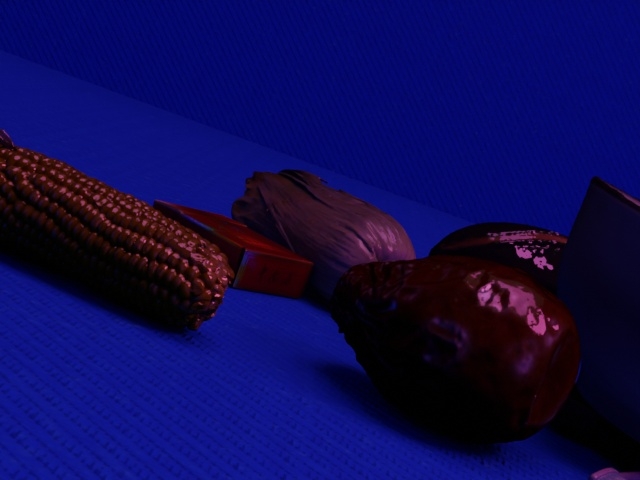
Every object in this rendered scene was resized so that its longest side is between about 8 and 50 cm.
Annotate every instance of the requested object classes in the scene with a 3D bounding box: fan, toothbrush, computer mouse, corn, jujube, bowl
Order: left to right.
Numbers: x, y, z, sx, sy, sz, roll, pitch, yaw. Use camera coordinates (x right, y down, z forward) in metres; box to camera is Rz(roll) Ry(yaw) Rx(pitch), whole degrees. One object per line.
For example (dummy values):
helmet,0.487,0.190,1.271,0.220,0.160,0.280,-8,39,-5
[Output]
corn,-0.202,-0.008,1.152,0.293,0.106,0.106,24,8,17
corn,-0.001,-0.004,1.558,0.122,0.123,0.305,12,10,-37
jujube,0.107,0.081,1.123,0.236,0.168,0.168,23,7,43
computer mouse,0.298,0.055,1.745,0.323,0.116,0.183,21,-27,-13
fan,0.270,0.184,1.248,0.082,0.039,0.155,17,12,-30
toothbrush,0.314,0.218,1.176,0.269,0.021,0.027,11,24,-48
bowl,0.363,0.105,1.232,0.354,0.185,0.354,29,11,-6

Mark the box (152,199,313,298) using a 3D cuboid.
box,-0.105,0.008,1.482,0.112,0.048,0.175,12,11,-47
